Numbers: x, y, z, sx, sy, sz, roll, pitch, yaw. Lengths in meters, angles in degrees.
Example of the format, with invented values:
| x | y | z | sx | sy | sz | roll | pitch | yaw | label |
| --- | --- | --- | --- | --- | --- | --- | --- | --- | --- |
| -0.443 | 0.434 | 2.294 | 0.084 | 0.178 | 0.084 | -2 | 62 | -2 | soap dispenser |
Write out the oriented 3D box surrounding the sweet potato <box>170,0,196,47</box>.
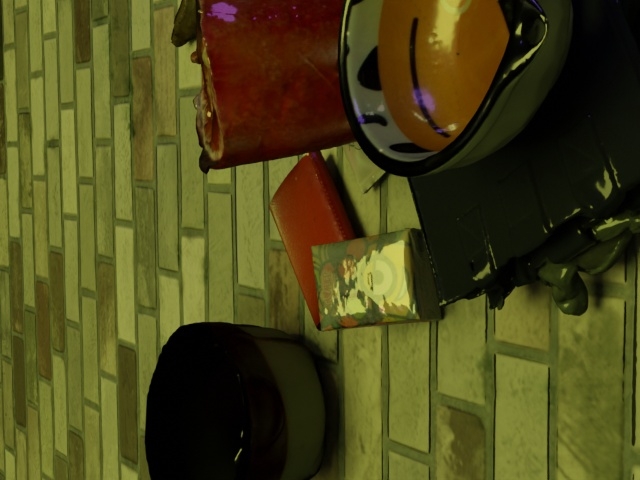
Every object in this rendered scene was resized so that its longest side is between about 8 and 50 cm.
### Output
| x | y | z | sx | sy | sz | roll | pitch | yaw | label |
| --- | --- | --- | --- | --- | --- | --- | --- | --- | --- |
| -0.193 | -0.393 | 1.716 | 0.081 | 0.062 | 0.233 | -106 | 28 | -47 | sweet potato |

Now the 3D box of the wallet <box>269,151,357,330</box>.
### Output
| x | y | z | sx | sy | sz | roll | pitch | yaw | label |
| --- | --- | --- | --- | --- | --- | --- | --- | --- | --- |
| 0.000 | 0.000 | 1.457 | 0.142 | 0.045 | 0.204 | -54 | 49 | 46 | wallet |

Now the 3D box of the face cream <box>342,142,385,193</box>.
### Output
| x | y | z | sx | sy | sz | roll | pitch | yaw | label |
| --- | --- | --- | --- | --- | --- | --- | --- | --- | --- |
| 0.030 | -0.184 | 1.389 | 0.092 | 0.058 | 0.243 | -46 | 61 | 44 | face cream |

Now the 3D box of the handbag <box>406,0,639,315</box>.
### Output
| x | y | z | sx | sy | sz | roll | pitch | yaw | label |
| --- | --- | --- | --- | --- | --- | --- | --- | --- | --- |
| 0.218 | -0.077 | 1.041 | 0.326 | 0.118 | 0.269 | -42 | 51 | 52 | handbag |

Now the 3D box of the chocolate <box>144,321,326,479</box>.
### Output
| x | y | z | sx | sy | sz | roll | pitch | yaw | label |
| --- | --- | --- | --- | --- | --- | --- | --- | --- | --- |
| -0.101 | 0.247 | 1.511 | 0.284 | 0.186 | 0.283 | -16 | 70 | 53 | chocolate |

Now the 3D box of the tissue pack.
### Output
| x | y | z | sx | sy | sz | roll | pitch | yaw | label |
| --- | --- | --- | --- | --- | --- | --- | --- | --- | --- |
| 0.065 | 0.049 | 1.304 | 0.148 | 0.060 | 0.108 | -9 | 83 | 36 | tissue pack |

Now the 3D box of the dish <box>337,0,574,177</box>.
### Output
| x | y | z | sx | sy | sz | roll | pitch | yaw | label |
| --- | --- | --- | --- | --- | --- | --- | --- | --- | --- |
| 0.134 | -0.190 | 0.971 | 0.303 | 0.120 | 0.302 | -11 | 78 | 58 | dish |

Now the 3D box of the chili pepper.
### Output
| x | y | z | sx | sy | sz | roll | pitch | yaw | label |
| --- | --- | --- | --- | --- | --- | --- | --- | --- | --- |
| -0.005 | -0.208 | 1.254 | 0.251 | 0.306 | 0.229 | -125 | 34 | -58 | chili pepper |
